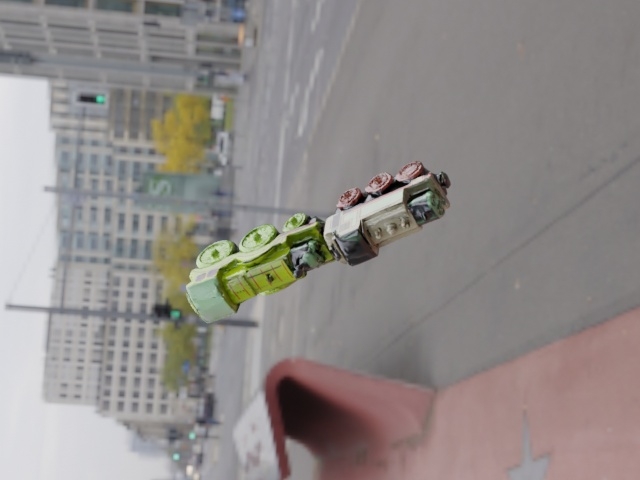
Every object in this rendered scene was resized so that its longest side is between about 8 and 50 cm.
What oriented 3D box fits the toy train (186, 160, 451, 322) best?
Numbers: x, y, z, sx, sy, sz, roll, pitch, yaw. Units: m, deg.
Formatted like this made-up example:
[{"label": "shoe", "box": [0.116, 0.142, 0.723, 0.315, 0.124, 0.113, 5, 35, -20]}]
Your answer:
[{"label": "toy train", "box": [0.000, 0.000, 1.000, 0.053, 0.250, 0.085, 58, -159, -28]}]
